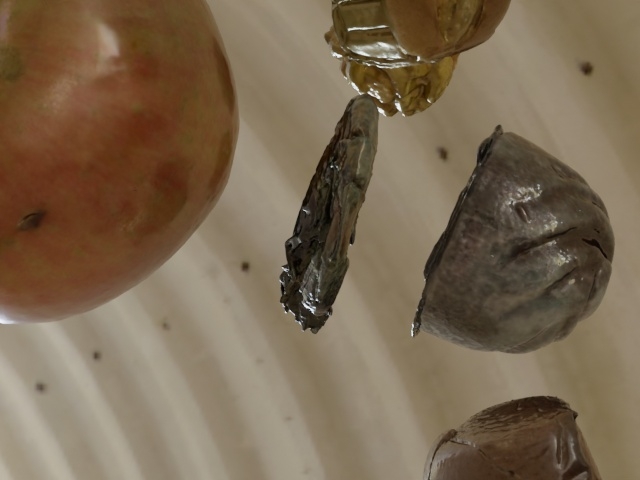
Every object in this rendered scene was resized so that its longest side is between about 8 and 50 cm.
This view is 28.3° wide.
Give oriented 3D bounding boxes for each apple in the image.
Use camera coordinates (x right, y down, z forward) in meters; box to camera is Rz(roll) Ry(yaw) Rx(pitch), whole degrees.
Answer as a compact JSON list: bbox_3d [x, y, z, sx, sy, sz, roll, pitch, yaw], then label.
[{"bbox_3d":[-0.259,-0.118,1.107,0.391,0.346,0.391,-4,-105,17],"label":"apple"}]

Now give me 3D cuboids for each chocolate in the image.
[{"bbox_3d":[0.266,0.026,1.637,0.213,0.303,0.303,23,-72,10],"label":"chocolate"}]

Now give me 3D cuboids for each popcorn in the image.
[{"bbox_3d":[0.077,-0.217,1.388,0.163,0.140,0.194,-47,-156,45],"label":"popcorn"}]

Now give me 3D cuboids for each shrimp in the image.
[{"bbox_3d":[0.000,0.000,0.651,0.091,0.034,0.161,-77,-177,-48],"label":"shrimp"}]

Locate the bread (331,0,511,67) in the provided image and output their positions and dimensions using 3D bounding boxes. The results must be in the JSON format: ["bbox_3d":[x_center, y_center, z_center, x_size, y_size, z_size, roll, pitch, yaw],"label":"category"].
[{"bbox_3d":[0.073,-0.238,0.875,0.106,0.140,0.236,15,-64,48],"label":"bread"}]

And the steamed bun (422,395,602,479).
[{"bbox_3d":[0.190,0.295,1.279,0.301,0.199,0.251,72,-1,-77],"label":"steamed bun"}]
